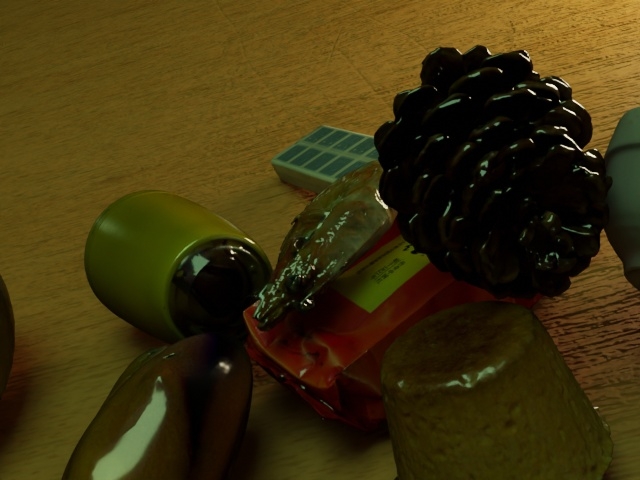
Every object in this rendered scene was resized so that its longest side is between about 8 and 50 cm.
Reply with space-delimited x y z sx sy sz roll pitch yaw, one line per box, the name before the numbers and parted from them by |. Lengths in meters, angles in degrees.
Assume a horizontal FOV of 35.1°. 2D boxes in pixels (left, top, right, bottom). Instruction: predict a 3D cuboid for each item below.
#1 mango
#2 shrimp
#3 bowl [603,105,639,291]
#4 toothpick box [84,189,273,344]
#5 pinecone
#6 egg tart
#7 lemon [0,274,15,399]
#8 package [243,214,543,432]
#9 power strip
mango | -0.163 0.215 1.007 0.152 0.201 0.287 12 53 10
shrimp | 0.000 0.001 1.119 0.154 0.062 0.294 -13 26 41
bowl | 0.392 -0.002 0.967 0.287 0.287 0.144 20 79 44
toothpick box | -0.166 0.039 1.217 0.175 0.175 0.271 -34 24 -19
pinecone | 0.167 -0.059 0.974 0.224 0.224 0.273 -18 41 3
egg tart | 0.150 0.160 0.932 0.215 0.171 0.215 -20 18 7
lemon | -0.513 0.130 1.240 0.285 0.285 0.316 -1 55 26
package | 0.111 0.050 1.143 0.423 0.123 0.196 -37 40 -24
power strip | 0.041 -0.101 1.387 0.106 0.043 0.367 -36 23 -14
